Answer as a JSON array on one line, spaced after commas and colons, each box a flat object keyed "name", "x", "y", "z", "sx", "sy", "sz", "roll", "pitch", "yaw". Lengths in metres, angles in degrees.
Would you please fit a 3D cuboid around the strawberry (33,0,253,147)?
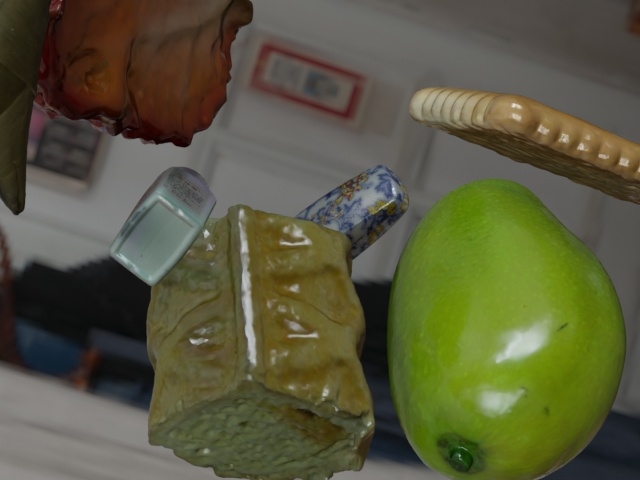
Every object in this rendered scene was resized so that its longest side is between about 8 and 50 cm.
[{"name": "strawberry", "x": -0.173, "y": -0.204, "z": 1.523, "sx": 0.336, "sy": 0.149, "sz": 0.265, "roll": -42, "pitch": -41, "yaw": -59}]

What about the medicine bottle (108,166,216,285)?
[{"name": "medicine bottle", "x": -0.127, "y": -0.020, "z": 1.586, "sx": 0.074, "sy": 0.055, "sz": 0.118, "roll": -51, "pitch": 7, "yaw": 21}]

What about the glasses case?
[{"name": "glasses case", "x": 0.000, "y": 0.000, "z": 2.349, "sx": 0.248, "sy": 0.065, "sz": 0.087, "roll": -39, "pitch": 41, "yaw": 14}]

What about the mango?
[{"name": "mango", "x": 0.149, "y": 0.059, "z": 1.561, "sx": 0.343, "sy": 0.192, "sz": 0.156, "roll": -90, "pitch": -16, "yaw": -51}]

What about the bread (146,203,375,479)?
[{"name": "bread", "x": -0.067, "y": 0.109, "z": 1.969, "sx": 0.196, "sy": 0.238, "sz": 0.252, "roll": 130, "pitch": 152, "yaw": -49}]

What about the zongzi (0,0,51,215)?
[{"name": "zongzi", "x": -0.185, "y": -0.126, "z": 1.182, "sx": 0.160, "sy": 0.176, "sz": 0.078, "roll": -35, "pitch": 15, "yaw": 12}]

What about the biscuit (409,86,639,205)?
[{"name": "biscuit", "x": 0.192, "y": -0.052, "z": 1.266, "sx": 0.160, "sy": 0.249, "sz": 0.030, "roll": 16, "pitch": 88, "yaw": 69}]
